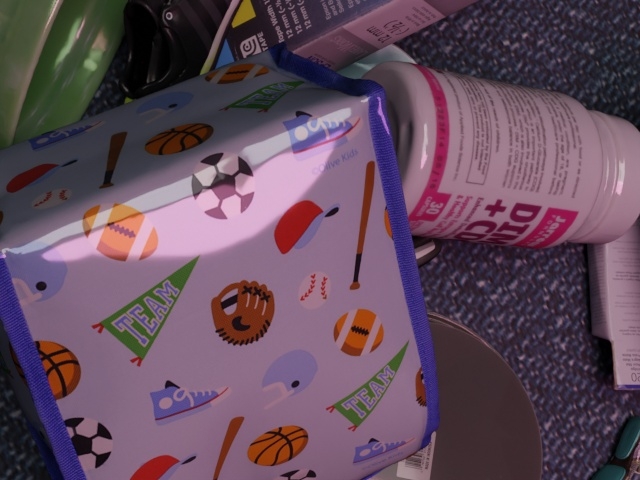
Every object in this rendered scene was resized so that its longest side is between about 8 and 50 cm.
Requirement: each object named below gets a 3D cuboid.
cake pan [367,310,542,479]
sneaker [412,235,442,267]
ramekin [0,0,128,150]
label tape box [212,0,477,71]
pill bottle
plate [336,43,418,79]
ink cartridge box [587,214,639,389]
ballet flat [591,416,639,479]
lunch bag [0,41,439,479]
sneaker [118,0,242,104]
[{"bbox_3d":[0.089,0.207,1.222,0.293,0.054,0.293,3,79,-15],"label":"cake pan"},{"bbox_3d":[0.000,0.000,1.222,0.228,0.086,0.132,-22,84,-18],"label":"sneaker"},{"bbox_3d":[-0.262,-0.211,1.080,0.148,0.303,0.303,26,73,-2],"label":"ramekin"},{"bbox_3d":[-0.006,-0.303,1.228,0.347,0.115,0.249,-24,77,22],"label":"label tape box"},{"bbox_3d":[0.171,-0.075,1.227,0.283,0.160,0.160,6,77,-28],"label":"pill bottle"},{"bbox_3d":[0.033,-0.122,1.286,0.188,0.024,0.188,3,78,-15],"label":"plate"},{"bbox_3d":[0.392,0.051,1.343,0.223,0.045,0.224,3,78,-17],"label":"ink cartridge box"},{"bbox_3d":[0.312,0.236,1.291,0.041,0.041,0.114,39,72,-6],"label":"ballet flat"},{"bbox_3d":[-0.092,0.078,1.026,0.328,0.239,0.385,-24,118,-15],"label":"lunch bag"},{"bbox_3d":[-0.128,-0.222,1.162,0.084,0.097,0.235,17,97,28],"label":"sneaker"}]
